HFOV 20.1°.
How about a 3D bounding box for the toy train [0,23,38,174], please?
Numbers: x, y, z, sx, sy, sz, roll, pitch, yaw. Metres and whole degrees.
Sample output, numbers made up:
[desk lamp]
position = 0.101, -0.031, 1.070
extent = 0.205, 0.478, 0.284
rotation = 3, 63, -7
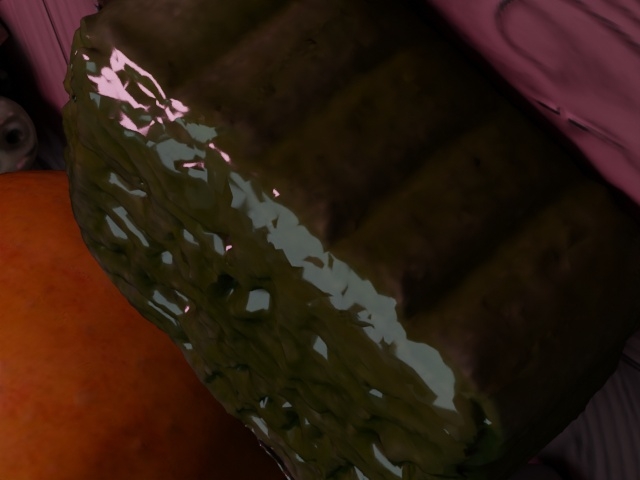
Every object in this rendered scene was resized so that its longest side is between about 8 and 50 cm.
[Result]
[toy train]
position = -0.284, -0.088, 1.190
extent = 0.221, 0.150, 0.304
rotation = 48, 160, -20

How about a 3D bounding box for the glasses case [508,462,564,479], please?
[glasses case]
position = 0.070, 0.154, 0.923
extent = 0.049, 0.076, 0.197
rotation = 52, 160, 3

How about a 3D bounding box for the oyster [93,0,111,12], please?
[oyster]
position = -0.068, -0.120, 0.849
extent = 0.081, 0.038, 0.083
rotation = 28, 131, -7

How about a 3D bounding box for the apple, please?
[apple]
position = -0.126, 0.113, 0.953
extent = 0.275, 0.299, 0.299
rotation = 29, 153, 17

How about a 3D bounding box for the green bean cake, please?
[green bean cake]
position = 0.000, 0.000, 0.747
extent = 0.248, 0.125, 0.222
rotation = 48, 159, 11
